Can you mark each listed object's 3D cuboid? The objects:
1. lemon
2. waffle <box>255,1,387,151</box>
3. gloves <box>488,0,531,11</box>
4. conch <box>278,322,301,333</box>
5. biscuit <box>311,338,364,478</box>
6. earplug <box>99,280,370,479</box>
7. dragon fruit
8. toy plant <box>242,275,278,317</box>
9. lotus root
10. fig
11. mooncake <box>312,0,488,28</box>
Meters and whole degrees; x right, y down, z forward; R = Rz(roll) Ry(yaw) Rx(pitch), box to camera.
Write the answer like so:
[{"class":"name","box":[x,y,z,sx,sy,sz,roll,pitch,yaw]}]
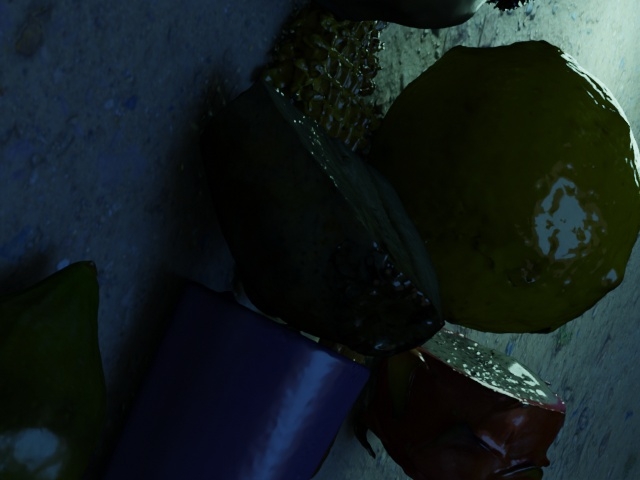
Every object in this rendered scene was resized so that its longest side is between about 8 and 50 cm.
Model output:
[{"class":"lemon","box":[0.223,-0.068,1.682,0.350,0.350,0.387,59,46,-56]},{"class":"waffle","box":[0.017,-0.178,1.521,0.197,0.070,0.193,-52,147,-29]},{"class":"gloves","box":[0.263,-0.418,1.704,0.210,0.135,0.312,-28,158,-40]},{"class":"conch","box":[-0.058,0.138,1.594,0.121,0.074,0.089,-41,152,-36]},{"class":"biscuit","box":[-0.006,0.201,1.703,0.216,0.047,0.339,-61,168,-19]},{"class":"earplug","box":[-0.139,0.282,1.421,0.455,0.215,0.215,-63,152,-4]},{"class":"dragon fruit","box":[0.195,0.249,1.912,0.291,0.291,0.189,2,113,-61]},{"class":"toy plant","box":[-0.016,0.031,1.581,0.162,0.093,0.092,-21,126,-54]},{"class":"lotus root","box":[0.011,0.013,1.397,0.149,0.260,0.267,-38,144,14]},{"class":"fig","box":[-0.263,0.126,1.171,0.233,0.167,0.167,-95,-176,-56]},{"class":"mooncake","box":[0.079,-0.355,1.384,0.290,0.161,0.290,-19,112,-57]}]
